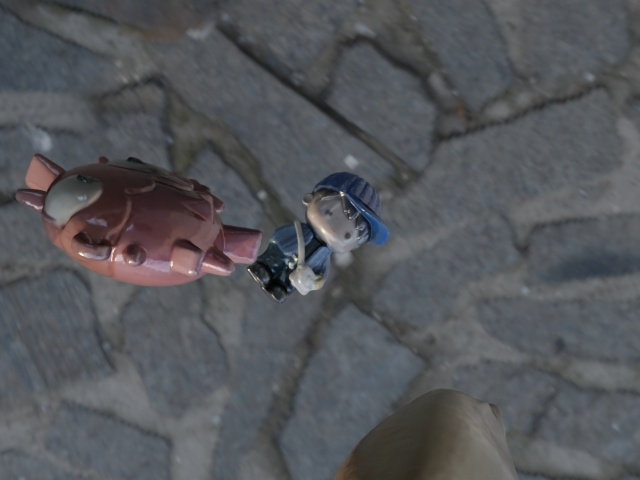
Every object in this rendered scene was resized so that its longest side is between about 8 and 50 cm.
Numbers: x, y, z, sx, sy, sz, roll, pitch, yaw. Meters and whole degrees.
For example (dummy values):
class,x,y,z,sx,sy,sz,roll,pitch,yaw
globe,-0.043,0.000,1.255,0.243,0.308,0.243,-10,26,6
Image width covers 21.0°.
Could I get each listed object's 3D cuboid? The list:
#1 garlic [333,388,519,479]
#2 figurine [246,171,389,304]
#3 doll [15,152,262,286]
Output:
class,x,y,z,sx,sy,sz,roll,pitch,yaw
garlic,0.047,0.185,0.888,0.112,0.318,0.143,-10,107,13
figurine,0.000,0.000,1.692,0.149,0.087,0.086,-42,96,-7
doll,-0.157,-0.018,1.512,0.211,0.262,0.093,24,108,17
